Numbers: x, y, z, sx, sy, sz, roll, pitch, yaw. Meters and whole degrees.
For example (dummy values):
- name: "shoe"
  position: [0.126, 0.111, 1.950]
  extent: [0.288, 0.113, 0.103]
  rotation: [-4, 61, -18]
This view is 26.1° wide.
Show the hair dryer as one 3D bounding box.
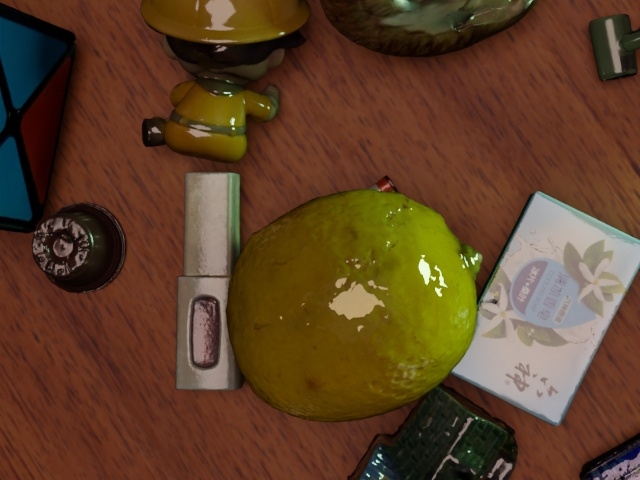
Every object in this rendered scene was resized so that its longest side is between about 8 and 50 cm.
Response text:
- name: "hair dryer"
  position: [0.359, -0.225, 1.537]
  extent: [0.047, 0.150, 0.071]
  rotation: [-12, 90, -27]

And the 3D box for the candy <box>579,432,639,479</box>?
- name: "candy"
  position: [0.445, 0.223, 1.562]
  extent: [0.312, 0.061, 0.088]
  rotation: [-30, 85, 4]

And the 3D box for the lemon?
- name: "lemon"
  position: [0.031, 0.072, 1.512]
  extent: [0.284, 0.260, 0.260]
  rotation: [1, 90, 24]

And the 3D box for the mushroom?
- name: "mushroom"
  position: [0.139, -0.332, 1.515]
  extent: [0.283, 0.195, 0.263]
  rotation: [-17, 127, 24]

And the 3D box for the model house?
- name: "model house"
  position: [0.127, 0.265, 1.540]
  extent: [0.166, 0.172, 0.183]
  rotation: [32, 92, 6]

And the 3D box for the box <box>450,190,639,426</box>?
- name: "box"
  position: [0.255, 0.076, 1.573]
  extent: [0.143, 0.083, 0.232]
  rotation: [27, 91, 5]

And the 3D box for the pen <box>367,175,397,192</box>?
- name: "pen"
  position: [0.000, 0.000, 1.628]
  extent: [0.218, 0.026, 0.026]
  rotation: [-38, 86, 4]

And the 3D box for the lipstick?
- name: "lipstick"
  position: [-0.126, 0.047, 1.615]
  extent: [0.079, 0.077, 0.252]
  rotation: [2, 89, 6]

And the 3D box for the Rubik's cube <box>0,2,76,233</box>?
- name: "Rubik's cube"
  position: [-0.449, -0.153, 1.557]
  extent: [0.250, 0.248, 0.246]
  rotation: [12, 90, 14]

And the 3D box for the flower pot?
- name: "flower pot"
  position: [-0.291, 0.009, 1.626]
  extent: [0.111, 0.089, 0.111]
  rotation: [0, 89, 6]

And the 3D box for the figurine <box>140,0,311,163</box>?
- name: "figurine"
  position: [-0.112, -0.217, 1.574]
  extent: [0.192, 0.167, 0.256]
  rotation: [5, 92, -8]
